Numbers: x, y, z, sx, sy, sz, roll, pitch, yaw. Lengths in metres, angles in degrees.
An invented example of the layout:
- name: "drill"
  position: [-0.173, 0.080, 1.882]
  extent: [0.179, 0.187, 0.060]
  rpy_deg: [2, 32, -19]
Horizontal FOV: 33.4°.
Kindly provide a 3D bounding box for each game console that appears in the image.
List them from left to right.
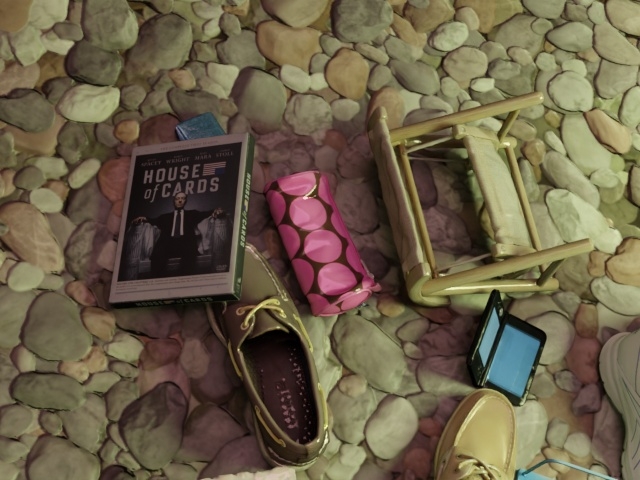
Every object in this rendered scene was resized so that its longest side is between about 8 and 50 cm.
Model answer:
- name: "game console"
  position: [0.256, 0.146, 1.460]
  extent: [0.071, 0.107, 0.122]
  rpy_deg: [11, 61, 25]

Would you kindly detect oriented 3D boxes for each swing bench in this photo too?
- name: "swing bench"
  position: [0.205, -0.053, 1.494]
  extent: [0.255, 0.165, 0.253]
  rpy_deg: [-8, 68, -10]

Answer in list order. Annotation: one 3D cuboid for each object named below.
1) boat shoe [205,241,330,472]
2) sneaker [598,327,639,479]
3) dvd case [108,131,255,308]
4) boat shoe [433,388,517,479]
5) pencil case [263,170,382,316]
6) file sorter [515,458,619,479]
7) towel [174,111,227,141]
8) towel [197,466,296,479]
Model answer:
- name: "boat shoe"
  position: [-0.068, 0.133, 1.377]
  extent: [0.117, 0.096, 0.324]
  rpy_deg: [-12, 69, -17]
- name: "sneaker"
  position: [0.462, 0.251, 1.425]
  extent: [0.111, 0.129, 0.297]
  rpy_deg: [-9, 69, -18]
- name: "dvd case"
  position: [-0.181, -0.028, 1.419]
  extent: [0.179, 0.029, 0.238]
  rpy_deg: [-6, 63, 18]
- name: "boat shoe"
  position: [0.191, 0.319, 1.348]
  extent: [0.109, 0.098, 0.302]
  rpy_deg: [25, 63, 0]
- name: "pencil case"
  position: [0.000, 0.000, 1.460]
  extent: [0.098, 0.095, 0.209]
  rpy_deg: [-29, 73, 14]
- name: "file sorter"
  position: [0.304, 0.376, 1.344]
  extent: [0.118, 0.104, 0.170]
  rpy_deg: [19, 63, -3]
- name: "towel"
  position: [-0.154, -0.126, 1.517]
  extent: [0.067, 0.029, 0.119]
  rpy_deg: [-26, 73, -23]
- name: "towel"
  position: [-0.161, 0.441, 1.239]
  extent: [0.332, 0.053, 0.317]
  rpy_deg: [-5, 66, -15]
